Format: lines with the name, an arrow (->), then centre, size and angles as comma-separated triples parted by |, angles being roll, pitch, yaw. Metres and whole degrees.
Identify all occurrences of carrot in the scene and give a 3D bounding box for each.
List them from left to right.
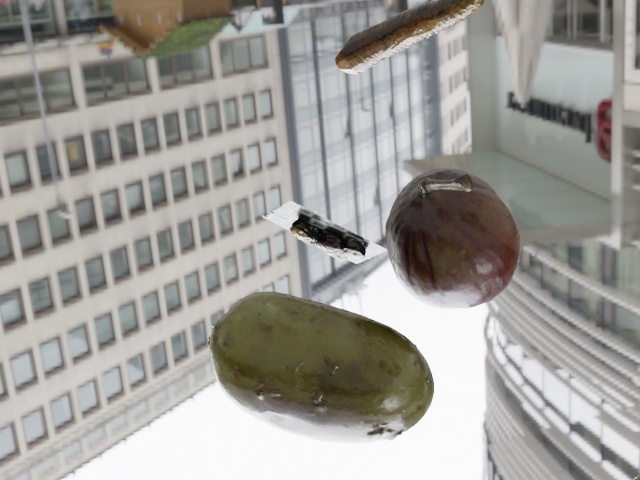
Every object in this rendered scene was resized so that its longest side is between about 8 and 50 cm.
carrot -> 0.146, -0.352, 1.485 | 0.314, 0.066, 0.066 | -16, -176, 46

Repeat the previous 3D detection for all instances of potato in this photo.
potato -> -0.001, 0.176, 1.199 | 0.307, 0.210, 0.173 | 13, -126, 13

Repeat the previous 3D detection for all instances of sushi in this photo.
sushi -> 0.000, 0.000, 1.551 | 0.200, 0.031, 0.139 | 26, 161, -14

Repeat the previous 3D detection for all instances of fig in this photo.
fig -> 0.162, -0.026, 1.235 | 0.186, 0.249, 0.204 | -23, -135, 22

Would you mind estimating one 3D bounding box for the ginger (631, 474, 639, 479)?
ginger -> 0.461, 0.477, 1.482 | 0.298, 0.118, 0.065 | -27, -137, -9
